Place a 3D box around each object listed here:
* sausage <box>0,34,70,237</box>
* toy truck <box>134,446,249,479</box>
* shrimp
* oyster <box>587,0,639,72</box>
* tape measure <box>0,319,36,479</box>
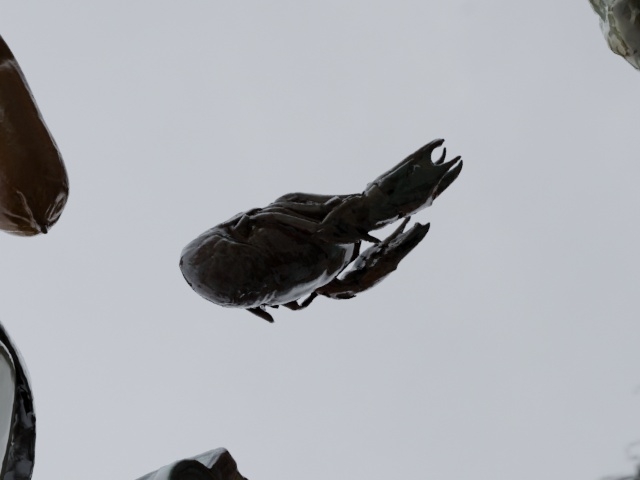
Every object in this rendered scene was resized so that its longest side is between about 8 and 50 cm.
[{"bbox_3d":[-0.197,-0.068,1.171,0.062,0.054,0.183,-29,-124,-4],"label":"sausage"},{"bbox_3d":[-0.123,0.243,1.148,0.135,0.114,0.270,57,-139,-12],"label":"toy truck"},{"bbox_3d":[0.001,0.002,0.515,0.092,0.038,0.029,-22,-129,-29],"label":"shrimp"},{"bbox_3d":[0.040,-0.125,0.443,0.200,0.106,0.061,36,-145,15],"label":"oyster"},{"bbox_3d":[-0.231,0.087,0.847,0.133,0.231,0.271,39,-155,27],"label":"tape measure"}]
